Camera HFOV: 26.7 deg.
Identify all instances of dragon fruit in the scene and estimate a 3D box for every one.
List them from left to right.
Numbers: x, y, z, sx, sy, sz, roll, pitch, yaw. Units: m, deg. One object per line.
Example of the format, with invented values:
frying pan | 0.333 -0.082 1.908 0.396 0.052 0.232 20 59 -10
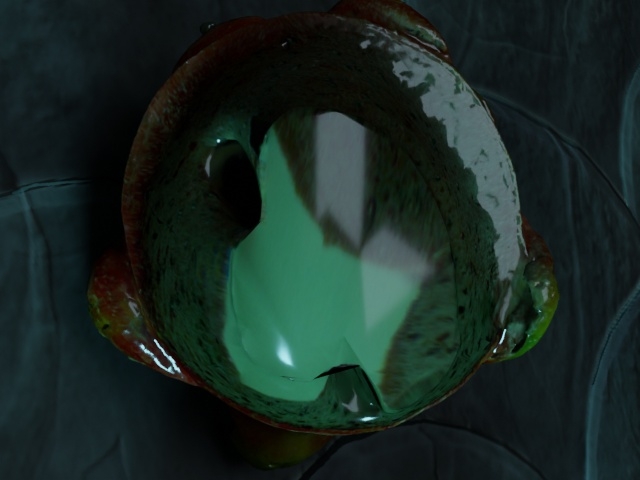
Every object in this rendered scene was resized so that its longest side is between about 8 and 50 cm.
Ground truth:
dragon fruit | 0.000 0.000 0.798 0.268 0.130 0.295 4 95 -12
